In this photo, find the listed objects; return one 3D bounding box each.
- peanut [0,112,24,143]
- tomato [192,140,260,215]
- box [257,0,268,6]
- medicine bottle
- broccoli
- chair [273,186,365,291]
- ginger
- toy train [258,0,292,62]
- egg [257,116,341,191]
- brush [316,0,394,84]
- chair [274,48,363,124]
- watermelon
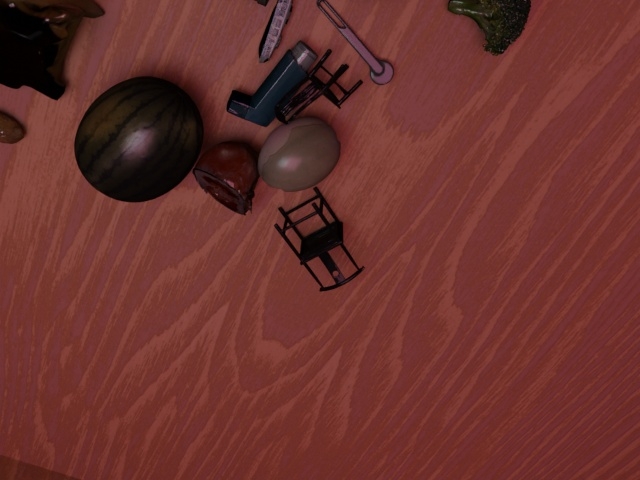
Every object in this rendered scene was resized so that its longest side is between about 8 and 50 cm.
[{"bbox_3d":[-0.897,-0.310,1.418,0.193,0.089,0.089,17,118,-9],"label":"peanut"},{"bbox_3d":[-0.230,-0.184,1.424,0.181,0.214,0.155,29,75,-2],"label":"tomato"},{"bbox_3d":[-0.154,-0.643,1.136,0.150,0.226,0.226,18,118,-8],"label":"box"},{"bbox_3d":[-0.123,-0.400,1.353,0.124,0.079,0.258,35,113,-27],"label":"medicine bottle"},{"bbox_3d":[0.391,-0.542,1.234,0.194,0.220,0.193,0,91,22],"label":"broccoli"},{"bbox_3d":[0.000,0.000,1.542,0.155,0.141,0.260,-28,114,16],"label":"chair"},{"bbox_3d":[-0.742,-0.518,1.249,0.414,0.358,0.211,11,75,-5],"label":"ginger"},{"bbox_3d":[-0.107,-0.532,1.300,0.047,0.043,0.207,21,118,-10],"label":"toy train"},{"bbox_3d":[-0.064,-0.219,1.378,0.217,0.183,0.182,-33,121,-26],"label":"egg"},{"bbox_3d":[0.087,-0.501,1.330,0.062,0.027,0.266,-39,108,20],"label":"brush"},{"bbox_3d":[-0.009,-0.366,1.343,0.212,0.084,0.101,-43,149,18],"label":"chair"},{"bbox_3d":[-0.460,-0.243,1.333,0.360,0.278,0.279,-36,113,19],"label":"watermelon"}]
